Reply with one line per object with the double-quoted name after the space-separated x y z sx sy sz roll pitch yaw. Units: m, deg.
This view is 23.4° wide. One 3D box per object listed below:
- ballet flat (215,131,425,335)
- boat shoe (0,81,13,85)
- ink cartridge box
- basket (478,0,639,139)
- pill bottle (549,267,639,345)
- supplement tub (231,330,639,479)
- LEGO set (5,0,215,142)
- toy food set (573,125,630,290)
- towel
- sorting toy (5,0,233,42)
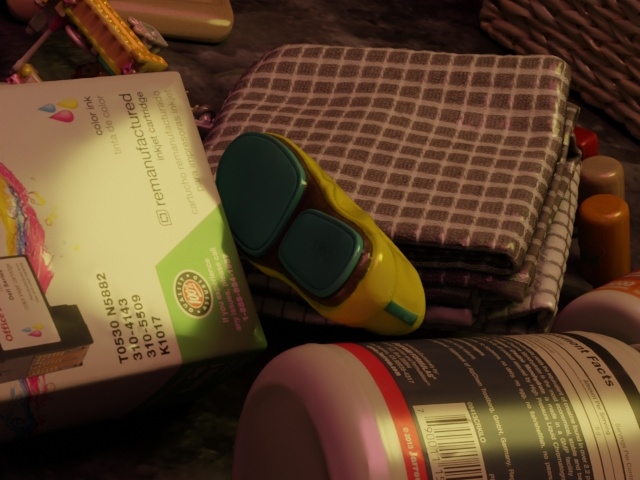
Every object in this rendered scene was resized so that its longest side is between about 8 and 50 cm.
0.000 0.000 0.967 0.077 0.077 0.231 30 8 -30 "ballet flat"
-0.304 -0.045 1.084 0.088 0.096 0.267 29 45 7 "boat shoe"
-0.201 0.016 0.955 0.278 0.117 0.201 -9 73 -33 "ink cartridge box"
0.391 -0.274 1.544 0.331 0.266 0.328 -20 50 -42 "basket"
0.279 0.068 1.161 0.216 0.121 0.121 -21 51 -42 "pill bottle"
0.100 0.151 0.909 0.272 0.191 0.191 0 39 -25 "supplement tub"
-0.203 -0.167 1.290 0.132 0.107 0.287 27 23 -49 "LEGO set"
0.177 -0.031 1.299 0.232 0.104 0.111 23 45 38 "toy food set"
0.046 -0.044 1.137 0.283 0.121 0.235 5 37 16 "towel"
-0.247 -0.271 1.459 0.307 0.041 0.229 4 42 -19 "sorting toy"
